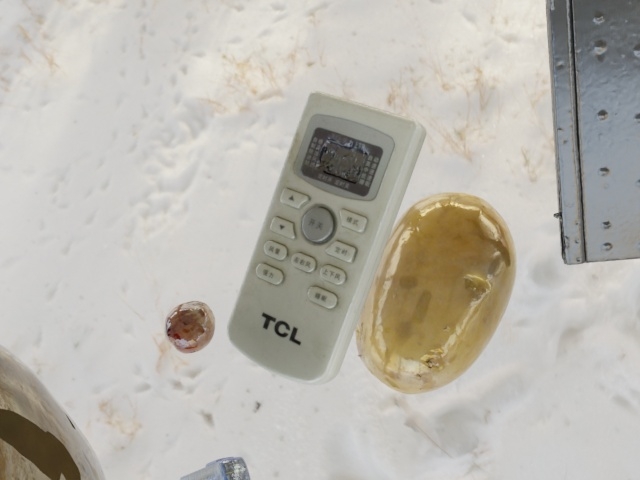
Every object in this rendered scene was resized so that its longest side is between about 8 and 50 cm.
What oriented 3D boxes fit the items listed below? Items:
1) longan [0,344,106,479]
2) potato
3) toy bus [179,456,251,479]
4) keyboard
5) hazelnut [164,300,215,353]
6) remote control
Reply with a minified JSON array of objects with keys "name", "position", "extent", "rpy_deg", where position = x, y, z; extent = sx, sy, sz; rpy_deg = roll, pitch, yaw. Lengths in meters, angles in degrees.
[{"name":"longan","position":[-0.236,0.161,0.386],"extent":[0.258,0.258,0.258],"rpy_deg":[-8,62,15]},{"name":"potato","position":[0.127,0.056,0.788],"extent":[0.150,0.146,0.233],"rpy_deg":[23,86,-5]},{"name":"toy bus","position":[-0.247,0.559,1.646],"extent":[0.236,0.079,0.094],"rpy_deg":[-37,67,46]},{"name":"keyboard","position":[0.271,-0.115,0.696],"extent":[0.101,0.309,0.018],"rpy_deg":[-7,25,13]},{"name":"hazelnut","position":[-0.201,0.132,1.106],"extent":[0.086,0.086,0.086],"rpy_deg":[-8,62,15]},{"name":"remote control","position":[0.000,0.000,0.480],"extent":[0.088,0.029,0.190],"rpy_deg":[23,96,26]}]
